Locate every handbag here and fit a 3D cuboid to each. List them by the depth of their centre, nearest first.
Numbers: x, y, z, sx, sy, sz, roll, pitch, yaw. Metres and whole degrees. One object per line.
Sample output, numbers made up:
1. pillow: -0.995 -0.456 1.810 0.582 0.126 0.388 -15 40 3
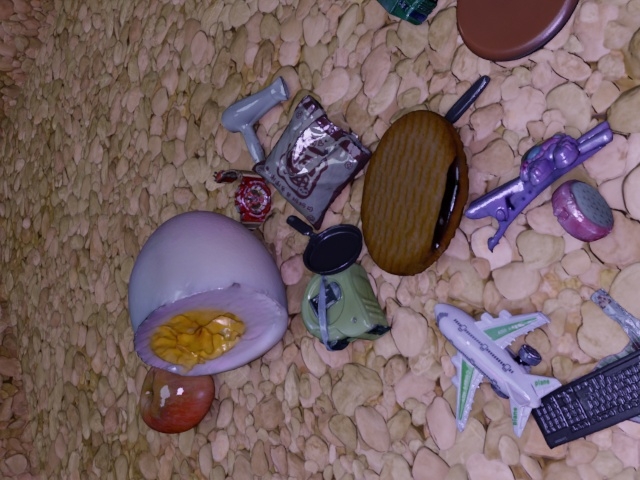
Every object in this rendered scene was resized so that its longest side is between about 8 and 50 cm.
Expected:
1. handbag: -0.025 -0.169 1.399 0.213 0.127 0.235 45 125 12

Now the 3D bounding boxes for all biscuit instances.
1. biscuit: 0.169 -0.089 1.204 0.318 0.040 0.318 -27 59 57

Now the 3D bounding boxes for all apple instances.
1. apple: -0.376 0.401 1.671 0.209 0.164 0.209 -25 57 47

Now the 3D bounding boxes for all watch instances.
1. watch: -0.232 -0.102 1.638 0.268 0.102 0.165 13 98 51

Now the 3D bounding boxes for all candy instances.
1. candy: 0.401 -0.045 0.975 0.043 0.103 0.103 -47 54 46

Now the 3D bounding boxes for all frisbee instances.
1. frisbee: 0.347 -0.445 1.137 0.251 0.021 0.251 -8 78 45

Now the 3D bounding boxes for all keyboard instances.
1. keyboard: 0.431 0.238 0.960 0.250 0.017 0.087 -40 59 36

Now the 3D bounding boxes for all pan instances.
1. pan: 0.000 0.000 1.357 0.136 0.028 0.235 -41 42 -12

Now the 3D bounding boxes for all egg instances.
1. egg: -0.272 0.089 1.481 0.354 0.354 0.340 -48 43 31

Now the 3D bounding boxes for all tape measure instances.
1. tape measure: 0.038 0.133 1.319 0.175 0.106 0.200 -37 56 28

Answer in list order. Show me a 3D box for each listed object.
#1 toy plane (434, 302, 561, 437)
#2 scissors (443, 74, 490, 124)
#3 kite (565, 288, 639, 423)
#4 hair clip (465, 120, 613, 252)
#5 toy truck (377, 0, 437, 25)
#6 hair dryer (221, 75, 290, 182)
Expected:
1. toy plane: 0.283 0.194 1.071 0.255 0.101 0.251 50 120 41
2. scissors: 0.244 -0.229 1.217 0.220 0.017 0.088 -49 51 30
3. kite: 0.489 0.179 0.925 0.323 0.013 0.267 -48 55 30
4. hair clip: 0.343 -0.097 1.037 0.090 0.137 0.278 40 120 1
5. toy truck: 0.168 -0.498 1.291 0.079 0.065 0.147 -55 51 29
6. hair dryer: -0.142 -0.262 1.592 0.206 0.075 0.237 -21 78 35
